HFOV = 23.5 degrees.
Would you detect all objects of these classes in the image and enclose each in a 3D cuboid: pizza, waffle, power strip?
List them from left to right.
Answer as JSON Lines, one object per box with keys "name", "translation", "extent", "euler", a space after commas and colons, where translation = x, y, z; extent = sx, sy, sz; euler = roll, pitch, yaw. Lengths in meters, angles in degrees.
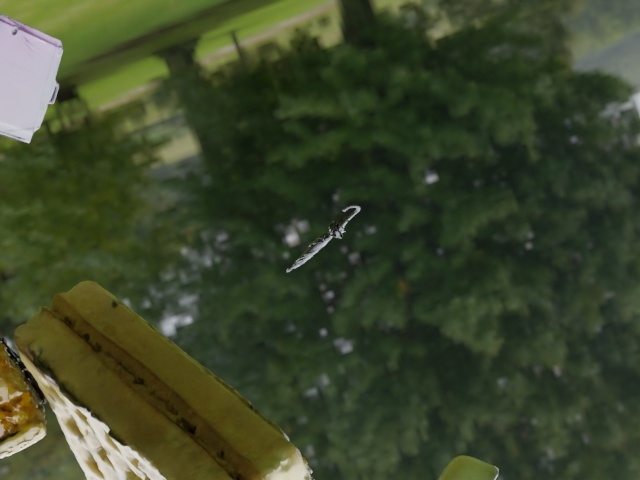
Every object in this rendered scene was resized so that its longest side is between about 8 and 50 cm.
{"name": "pizza", "translation": [-0.413, 0.140, 1.496], "extent": [0.305, 0.161, 0.085], "euler": [13, -173, -3]}
{"name": "power strip", "translation": [-0.322, -0.163, 1.426], "extent": [0.037, 0.109, 0.279], "euler": [16, 180, 18]}
{"name": "waffle", "translation": [-0.127, 0.222, 1.428], "extent": [0.114, 0.261, 0.376], "euler": [-33, -141, -22]}

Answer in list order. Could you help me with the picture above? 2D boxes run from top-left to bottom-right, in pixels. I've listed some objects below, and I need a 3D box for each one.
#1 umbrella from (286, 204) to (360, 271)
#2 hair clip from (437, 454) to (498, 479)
{"name": "umbrella", "translation": [0.004, 0.000, 1.613], "extent": [0.022, 0.022, 0.149], "euler": [2, 152, -29]}
{"name": "hair clip", "translation": [0.068, 0.238, 0.927], "extent": [0.071, 0.218, 0.159], "euler": [12, 174, 3]}
